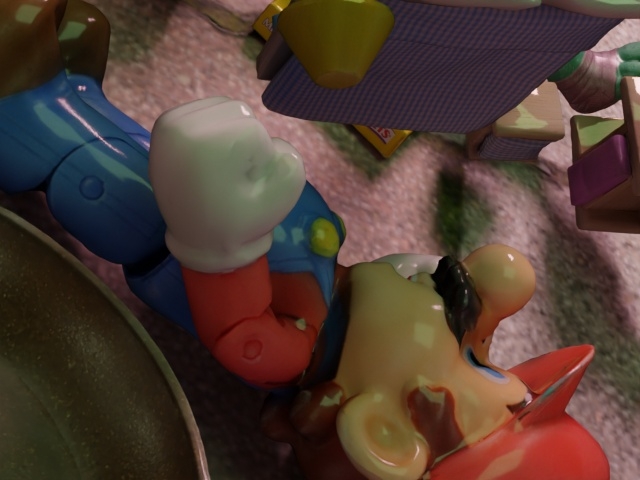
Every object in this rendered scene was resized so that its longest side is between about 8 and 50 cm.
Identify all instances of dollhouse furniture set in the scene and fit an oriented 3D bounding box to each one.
[{"bbox_3d":[0.096,-0.021,0.686,0.303,0.286,0.198,3,73,-18],"label":"dollhouse furniture set"}]

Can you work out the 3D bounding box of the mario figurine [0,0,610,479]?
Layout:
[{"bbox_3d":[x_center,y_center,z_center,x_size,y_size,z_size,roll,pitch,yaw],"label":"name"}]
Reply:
[{"bbox_3d":[0.000,0.000,0.625,0.320,0.170,0.198,40,40,-2],"label":"mario figurine"}]

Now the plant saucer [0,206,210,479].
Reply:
[{"bbox_3d":[-0.188,0.070,0.455,0.310,0.050,0.311,16,36,-12],"label":"plant saucer"}]

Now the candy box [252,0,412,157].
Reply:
[{"bbox_3d":[0.050,-0.134,0.878,0.105,0.027,0.206,42,41,1],"label":"candy box"}]

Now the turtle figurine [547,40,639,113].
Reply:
[{"bbox_3d":[0.094,-0.178,0.840,0.234,0.118,0.175,37,54,-33],"label":"turtle figurine"}]
